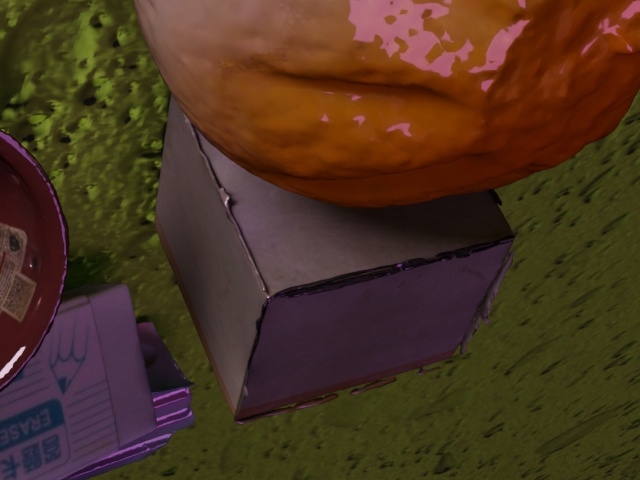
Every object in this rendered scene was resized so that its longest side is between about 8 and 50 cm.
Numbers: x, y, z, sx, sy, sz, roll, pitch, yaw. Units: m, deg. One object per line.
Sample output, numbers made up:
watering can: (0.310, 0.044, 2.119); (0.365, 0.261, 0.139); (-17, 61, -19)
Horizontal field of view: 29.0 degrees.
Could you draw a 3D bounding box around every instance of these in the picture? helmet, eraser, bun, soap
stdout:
helmet: (-0.212, -0.003, 0.551); (0.175, 0.106, 0.155); (25, 92, -41)
eraser: (-0.185, 0.094, 0.653); (0.052, 0.096, 0.225); (-5, -171, 37)
bun: (0.076, -0.125, 0.503); (0.299, 0.165, 0.299); (-24, 148, -17)
soap: (-0.158, 0.113, 0.808); (0.149, 0.056, 0.100); (-19, 149, -12)

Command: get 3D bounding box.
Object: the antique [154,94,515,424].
antique: (0.000, 0.000, 0.677); (0.146, 0.152, 0.148); (-12, 147, -23)
